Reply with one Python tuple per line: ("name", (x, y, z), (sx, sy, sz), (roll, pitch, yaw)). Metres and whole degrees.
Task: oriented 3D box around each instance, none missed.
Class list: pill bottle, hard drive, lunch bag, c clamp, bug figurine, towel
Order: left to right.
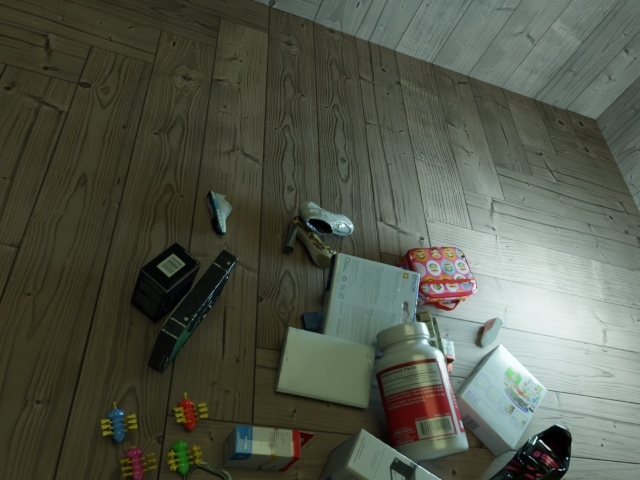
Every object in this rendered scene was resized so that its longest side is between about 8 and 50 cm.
("bug figurine", (-0.440, 0.526, 1.518), (0.279, 0.072, 0.216), (0, 57, -29))
("hard drive", (-0.379, 0.207, 1.686), (0.064, 0.237, 0.339), (31, 48, -1))
("c clamp", (-0.300, 0.663, 1.517), (0.161, 0.022, 0.137), (31, 47, -3))
("towel", (-0.007, 0.280, 1.959), (0.120, 0.029, 0.067), (3, 55, -26))
("hard drive", (0.020, 0.411, 1.824), (0.308, 0.040, 0.202), (15, 70, -15))
("pill bottle", (0.303, 0.478, 1.795), (0.229, 0.229, 0.407), (2, 63, -26))
("lunch bag", (0.467, 0.157, 2.246), (0.293, 0.120, 0.258), (-2, 60, -26))

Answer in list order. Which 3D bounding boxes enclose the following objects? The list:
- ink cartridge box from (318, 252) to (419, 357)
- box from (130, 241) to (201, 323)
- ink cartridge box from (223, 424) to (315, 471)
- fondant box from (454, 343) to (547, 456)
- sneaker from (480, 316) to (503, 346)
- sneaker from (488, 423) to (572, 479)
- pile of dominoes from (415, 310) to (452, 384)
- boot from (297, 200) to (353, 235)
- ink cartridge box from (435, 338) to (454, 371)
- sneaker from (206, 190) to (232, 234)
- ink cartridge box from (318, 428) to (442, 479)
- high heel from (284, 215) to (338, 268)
("ink cartridge box", (0.171, 0.236, 1.976), (0.330, 0.071, 0.324), (15, 75, -19))
("box", (-0.470, 0.130, 1.717), (0.108, 0.207, 0.153), (40, 48, 5))
("ink cartridge box", (-0.142, 0.583, 1.583), (0.231, 0.134, 0.078), (12, 50, -18))
("fondant box", (0.636, 0.563, 2.025), (0.238, 0.096, 0.330), (46, 49, 11))
("sneaker", (0.664, 0.360, 2.234), (0.051, 0.070, 0.134), (39, 76, -7))
("sneaker", (0.659, 0.744, 1.801), (0.185, 0.202, 0.483), (30, 39, 27))
("pile of dominoes", (0.376, 0.370, 1.953), (0.040, 0.196, 0.251), (-12, 86, -7))
("boot", (0.030, -0.053, 2.150), (0.258, 0.095, 0.123), (22, 27, -30))
("ink cartridge box", (0.460, 0.421, 2.088), (0.063, 0.029, 0.115), (17, 49, -15))
("sneaker", (-0.353, -0.101, 2.053), (0.083, 0.071, 0.190), (4, 54, -32))
("ink cartridge box", (0.177, 0.696, 1.598), (0.308, 0.223, 0.129), (33, 46, 0))
("high heel", (0.000, 0.000, 2.141), (0.261, 0.093, 0.186), (21, 46, -9))
